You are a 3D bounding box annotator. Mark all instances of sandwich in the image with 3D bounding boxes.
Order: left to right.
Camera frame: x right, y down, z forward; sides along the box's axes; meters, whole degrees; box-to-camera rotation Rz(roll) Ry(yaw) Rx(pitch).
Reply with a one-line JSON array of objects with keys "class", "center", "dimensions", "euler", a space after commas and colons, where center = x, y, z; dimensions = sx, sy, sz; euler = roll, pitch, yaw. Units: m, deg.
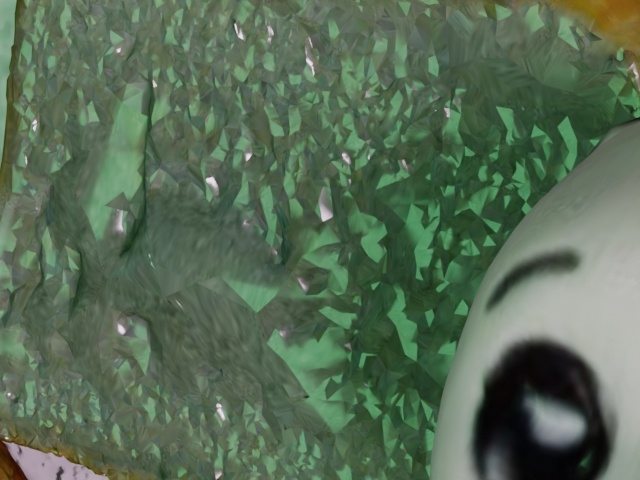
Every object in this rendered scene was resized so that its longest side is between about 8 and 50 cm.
[{"class": "sandwich", "center": [0.000, 0.000, 0.620], "dimensions": [0.301, 0.099, 0.271], "euler": [20, 111, 29]}]

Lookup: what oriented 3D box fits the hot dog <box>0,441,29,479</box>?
[{"class": "hot dog", "center": [-0.161, 0.177, 0.735], "dimensions": [0.114, 0.175, 0.259], "euler": [-38, 78, -6]}]

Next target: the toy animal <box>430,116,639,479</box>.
[{"class": "toy animal", "center": [0.142, 0.093, 0.433], "dimensions": [0.212, 0.212, 0.267], "euler": [-6, 120, 33]}]
